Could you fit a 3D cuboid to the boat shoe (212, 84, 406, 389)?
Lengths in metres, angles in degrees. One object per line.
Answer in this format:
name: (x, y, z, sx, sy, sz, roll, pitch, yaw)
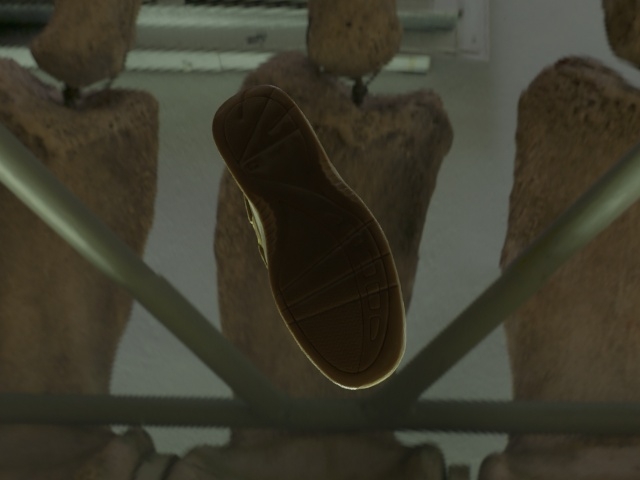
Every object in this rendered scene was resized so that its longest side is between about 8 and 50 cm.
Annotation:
boat shoe: (0.000, 0.000, 0.493, 0.050, 0.045, 0.135, -24, -115, 5)
